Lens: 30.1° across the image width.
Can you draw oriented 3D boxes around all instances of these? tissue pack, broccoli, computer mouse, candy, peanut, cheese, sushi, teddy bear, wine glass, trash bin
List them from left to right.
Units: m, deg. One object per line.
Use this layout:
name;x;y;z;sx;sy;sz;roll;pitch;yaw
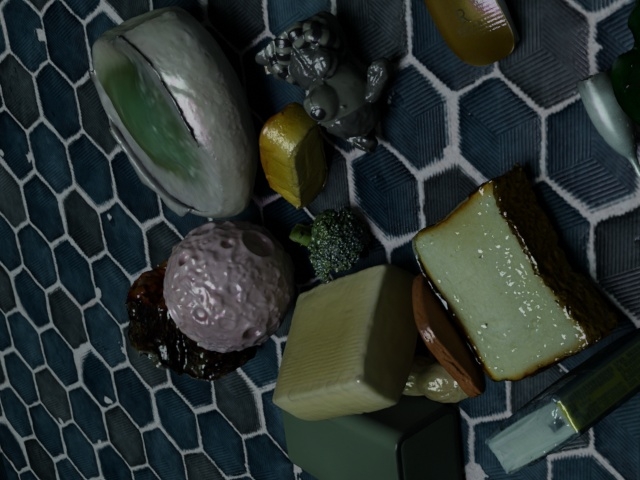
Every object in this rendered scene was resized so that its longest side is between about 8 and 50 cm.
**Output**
candy;-0.257;-0.236;2.237;0.386;0.186;0.426;-23;95;60
sushi;-0.277;0.175;2.501;0.343;0.196;0.181;17;131;42
broccoli;0.002;-0.002;2.164;0.204;0.118;0.122;10;125;59
teddy bear;0.023;-0.267;1.946;0.251;0.144;0.171;49;128;12
cheese;0.050;0.184;2.103;0.265;0.124;0.242;-21;52;51
trash bin;0.091;0.377;2.243;0.343;0.158;0.222;19;125;48
peanut;0.191;0.243;2.103;0.187;0.082;0.082;6;116;46
computer mouse;0.207;-0.374;1.744;0.126;0.056;0.245;-16;98;51
tissue pack;0.382;0.229;1.740;0.081;0.257;0.185;56;143;10
wine glass;0.419;-0.142;1.639;0.066;0.066;0.198;-25;91;52

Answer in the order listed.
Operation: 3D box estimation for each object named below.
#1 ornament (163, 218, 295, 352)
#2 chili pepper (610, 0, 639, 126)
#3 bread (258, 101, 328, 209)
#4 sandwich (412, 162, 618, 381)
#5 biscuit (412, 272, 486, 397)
ornament;-0.169;0.078;2.274;0.259;0.259;0.225;49;129;16
chili pepper;0.485;-0.212;1.394;0.257;0.249;0.233;24;104;41
bread;-0.045;-0.149;2.071;0.094;0.102;0.245;39;165;19
sandwich;0.294;0.067;1.872;0.301;0.099;0.271;58;149;4
biscuit;0.218;0.150;1.990;0.036;0.186;0.192;-30;114;20
